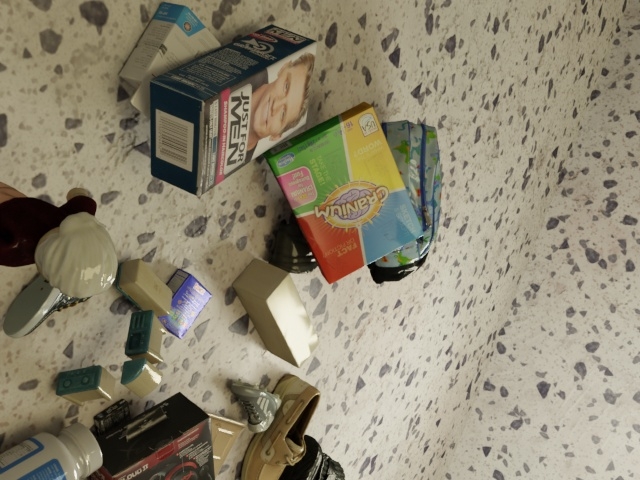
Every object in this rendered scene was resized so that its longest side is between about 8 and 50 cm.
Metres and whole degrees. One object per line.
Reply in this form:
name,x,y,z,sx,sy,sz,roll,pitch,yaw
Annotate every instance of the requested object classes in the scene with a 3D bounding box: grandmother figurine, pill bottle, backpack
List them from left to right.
grandmother figurine,-0.366,-0.019,0.827,0.208,0.342,0.104,-36,135,-39
pill bottle,-0.474,0.392,1.108,0.221,0.124,0.124,-25,128,-45
backpack,0.185,-0.120,1.648,0.290,0.273,0.355,-73,144,-51

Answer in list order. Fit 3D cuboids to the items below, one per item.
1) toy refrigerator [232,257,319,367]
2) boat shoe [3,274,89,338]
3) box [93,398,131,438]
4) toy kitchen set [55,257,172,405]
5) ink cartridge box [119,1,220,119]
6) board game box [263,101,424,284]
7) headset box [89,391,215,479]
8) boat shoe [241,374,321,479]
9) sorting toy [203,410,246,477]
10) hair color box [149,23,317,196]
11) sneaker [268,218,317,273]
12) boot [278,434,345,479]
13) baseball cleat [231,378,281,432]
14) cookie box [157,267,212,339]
toy refrigerator,-0.093,0.166,1.541,0.094,0.102,0.269,-50,142,-25
boat shoe,-0.411,0.088,1.077,0.183,0.065,0.083,-56,144,-19
box,-0.393,0.352,1.297,0.067,0.018,0.083,-31,132,-43
toy kitchen set,-0.369,0.161,1.185,0.122,0.166,0.207,61,21,-50
ink cartridge box,-0.250,-0.278,1.101,0.180,0.060,0.104,-62,148,-10
board game box,0.055,-0.097,1.445,0.242,0.064,0.316,-28,114,-4
headset box,-0.323,0.454,1.325,0.218,0.110,0.293,-26,129,-39
boat shoe,-0.100,0.516,1.721,0.122,0.110,0.341,13,97,-57
sorting toy,-0.275,0.482,1.528,0.208,0.038,0.193,-58,146,-7
hair color box,-0.140,-0.233,1.165,0.347,0.105,0.174,-46,154,-48
sneaker,0.000,0.000,1.581,0.286,0.109,0.130,-9,109,-55
boot,-0.063,0.729,1.876,0.348,0.131,0.260,-53,144,-23
baseball cleat,-0.153,0.394,1.602,0.206,0.072,0.109,40,62,-55
cookie box,-0.271,0.123,1.317,0.107,0.040,0.092,-55,144,-18
